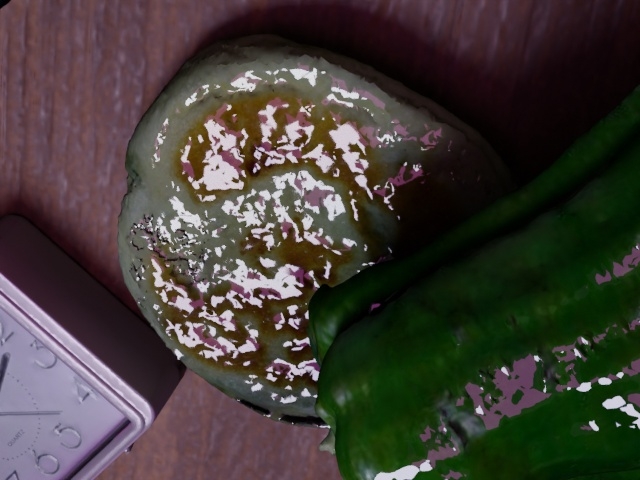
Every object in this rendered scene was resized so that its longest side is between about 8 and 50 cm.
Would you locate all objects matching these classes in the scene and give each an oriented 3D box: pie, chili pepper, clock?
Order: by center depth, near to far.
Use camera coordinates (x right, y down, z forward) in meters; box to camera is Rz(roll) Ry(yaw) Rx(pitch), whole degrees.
[{"bbox_3d":[0.176,0.026,0.661,0.385,0.213,0.167,-28,66,6],"label":"chili pepper"},{"bbox_3d":[0.000,0.000,0.796,0.240,0.054,0.240,5,117,10],"label":"pie"},{"bbox_3d":[-0.198,0.101,0.882,0.150,0.063,0.197,43,116,-9],"label":"clock"}]

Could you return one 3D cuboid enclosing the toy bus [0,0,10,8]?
[{"bbox_3d":[-0.201,-0.170,0.633,0.138,0.275,0.167,2,117,11],"label":"toy bus"}]
